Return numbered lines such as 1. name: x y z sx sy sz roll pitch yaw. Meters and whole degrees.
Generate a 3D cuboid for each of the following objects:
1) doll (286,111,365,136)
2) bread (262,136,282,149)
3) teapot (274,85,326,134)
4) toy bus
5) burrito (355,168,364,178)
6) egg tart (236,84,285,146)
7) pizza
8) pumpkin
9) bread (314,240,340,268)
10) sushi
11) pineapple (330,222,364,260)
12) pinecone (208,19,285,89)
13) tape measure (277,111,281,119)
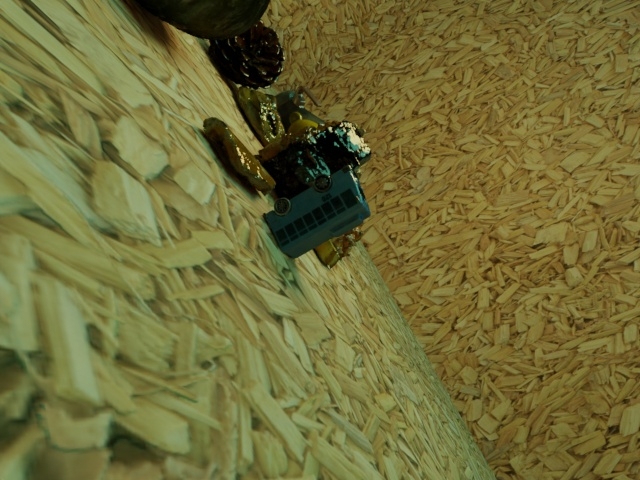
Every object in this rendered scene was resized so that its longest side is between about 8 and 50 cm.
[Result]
1. doll: 0.014 -0.279 1.765 0.161 0.347 0.424 -8 102 -55
2. bread: -0.103 -0.272 1.604 0.179 0.133 0.250 54 7 -5
3. teapot: -0.092 -0.546 2.192 0.253 0.300 0.344 -8 53 -42
4. toy bus: 0.001 -0.063 1.092 0.134 0.233 0.116 64 9 19
5. burrito: -0.005 -0.338 1.915 0.392 0.117 0.076 34 -13 20
6. egg tart: -0.204 -0.463 1.741 0.297 0.132 0.297 62 9 -17
7. pizza: -0.178 -0.180 1.071 0.134 0.056 0.271 60 7 27
8. pumpkin: -0.318 -0.698 1.117 0.454 0.343 0.455 43 28 -29
9. bread: 0.000 0.000 1.477 0.188 0.065 0.103 61 3 6
10. sushi: -0.001 -0.253 1.387 0.234 0.348 0.208 -20 -79 57
11. pineapple: 0.088 -0.043 1.881 0.114 0.186 0.237 56 51 -42
12. pinecone: -0.271 -0.711 1.758 0.298 0.242 0.295 22 1 -36
13. tape measure: -0.237 -0.571 2.093 0.125 0.074 0.118 48 18 -31
